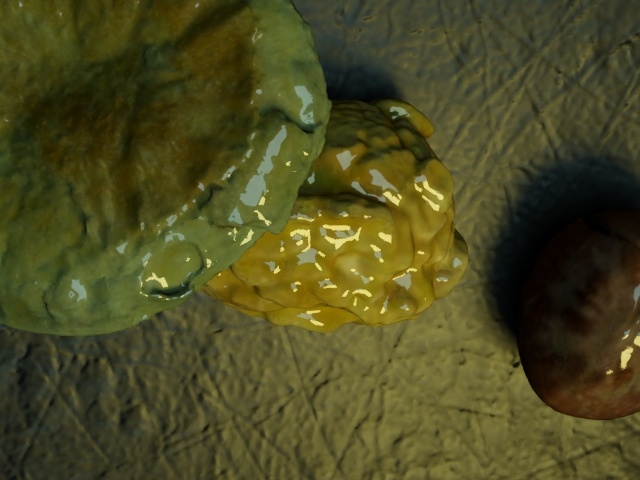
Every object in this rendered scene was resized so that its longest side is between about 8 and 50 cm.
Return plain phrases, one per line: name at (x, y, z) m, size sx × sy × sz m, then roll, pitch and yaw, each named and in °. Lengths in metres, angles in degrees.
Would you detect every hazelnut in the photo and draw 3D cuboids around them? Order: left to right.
hazelnut at (0.203, 0.053, 1.134) m, size 0.143 × 0.143 × 0.154 m, roll 38°, pitch 98°, yaw -19°

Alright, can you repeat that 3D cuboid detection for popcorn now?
popcorn at (0.008, -0.017, 1.076) m, size 0.194 × 0.140 × 0.163 m, roll 21°, pitch 107°, yaw -18°

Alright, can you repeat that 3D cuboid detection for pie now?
pie at (-0.148, -0.082, 1.007) m, size 0.306 × 0.071 × 0.306 m, roll -2°, pitch 81°, yaw 13°
